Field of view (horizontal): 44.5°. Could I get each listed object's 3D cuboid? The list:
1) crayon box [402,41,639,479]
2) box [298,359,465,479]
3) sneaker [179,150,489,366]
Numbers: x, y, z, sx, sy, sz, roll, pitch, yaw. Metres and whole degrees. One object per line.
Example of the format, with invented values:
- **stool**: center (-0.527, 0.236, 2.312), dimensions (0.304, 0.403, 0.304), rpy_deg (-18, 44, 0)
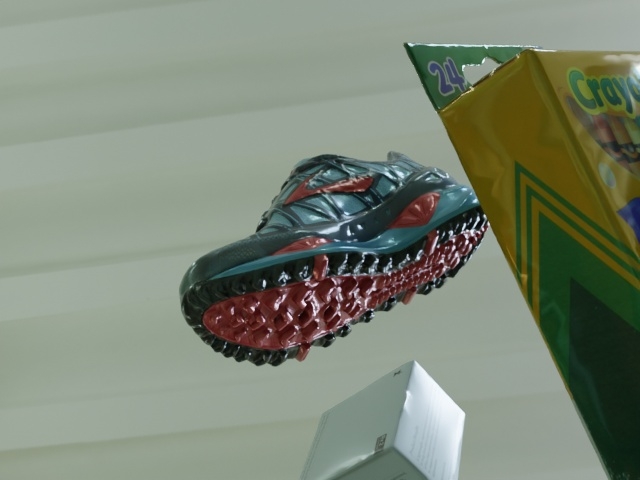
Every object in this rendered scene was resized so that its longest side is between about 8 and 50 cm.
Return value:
- **crayon box**: center (0.207, -0.018, 0.542), dimensions (0.083, 0.203, 0.323), rpy_deg (-33, -103, 43)
- **box**: center (0.081, 0.286, 1.037), dimensions (0.182, 0.181, 0.119), rpy_deg (-37, -77, 28)
- **sneaker**: center (0.000, 0.000, 0.567), dimensions (0.125, 0.262, 0.104), rpy_deg (45, -46, 30)
